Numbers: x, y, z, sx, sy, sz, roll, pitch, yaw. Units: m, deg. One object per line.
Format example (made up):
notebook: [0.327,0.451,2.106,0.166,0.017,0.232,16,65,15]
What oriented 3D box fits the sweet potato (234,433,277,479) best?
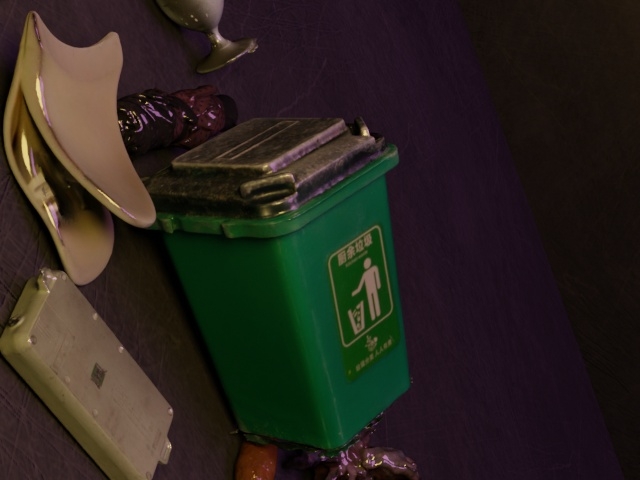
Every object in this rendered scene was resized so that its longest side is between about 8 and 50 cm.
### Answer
sweet potato: [-0.084,0.303,1.607,0.058,0.055,0.202,21,49,-17]

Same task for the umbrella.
umbrella: [-0.188,-0.158,1.654,0.326,0.094,0.090,-23,109,-66]

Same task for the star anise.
star anise: [0.032,0.283,1.794,0.257,0.111,0.198,57,36,-4]

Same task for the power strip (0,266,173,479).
power strip: [-0.248,0.151,1.358,0.270,0.046,0.118,58,29,-32]

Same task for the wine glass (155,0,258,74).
wine glass: [-0.182,-0.349,1.784,0.222,0.103,0.103,60,26,-26]

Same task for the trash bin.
trash bin: [-0.051,0.052,1.578,0.259,0.295,0.381,-33,118,-44]

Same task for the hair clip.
hair clip: [-0.272,-0.099,1.423,0.172,0.113,0.282,-3,71,-66]
